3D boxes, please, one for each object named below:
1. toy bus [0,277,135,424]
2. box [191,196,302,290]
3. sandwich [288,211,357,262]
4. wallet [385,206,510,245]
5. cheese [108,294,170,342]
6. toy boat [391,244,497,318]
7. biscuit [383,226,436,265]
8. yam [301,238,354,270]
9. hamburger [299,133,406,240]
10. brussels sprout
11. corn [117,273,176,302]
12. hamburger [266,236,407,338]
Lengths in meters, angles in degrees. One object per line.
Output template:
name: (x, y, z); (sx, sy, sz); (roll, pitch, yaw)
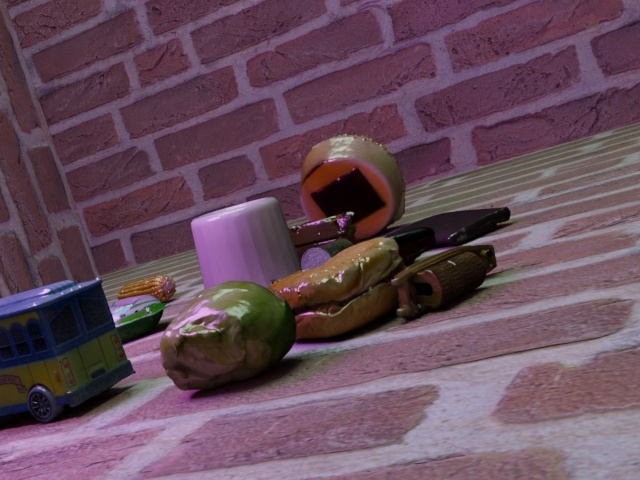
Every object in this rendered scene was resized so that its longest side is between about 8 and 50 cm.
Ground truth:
toy bus: (-0.468, 0.181, 1.409); (0.312, 0.190, 0.152); (-15, 7, 31)
box: (-0.138, 0.032, 1.749); (0.262, 0.207, 0.291); (-20, 6, -28)
sandwich: (-0.013, 0.003, 2.213); (0.292, 0.109, 0.212); (-13, 0, 20)
wallet: (0.265, -0.024, 1.857); (0.181, 0.049, 0.229); (-21, 8, -30)
cheese: (-0.467, 0.182, 1.960); (0.320, 0.083, 0.204); (-14, 6, 28)
toy boat: (0.185, 0.052, 1.282); (0.226, 0.068, 0.088); (-19, 10, -42)
biscuit: (0.129, 0.026, 1.691); (0.151, 0.063, 0.235); (-18, -2, -10)
yam: (0.020, 0.038, 1.736); (0.068, 0.068, 0.169); (-16, 0, 21)
hamburger: (0.080, -0.139, 2.375); (0.301, 0.302, 0.170); (-16, 25, 22)
brussels sprout: (-0.119, 0.127, 1.198); (0.183, 0.131, 0.145); (-16, 28, 25)
corn: (-0.472, 0.140, 2.430); (0.080, 0.080, 0.238); (-23, 5, -42)
hamburger: (0.030, 0.072, 1.325); (0.213, 0.108, 0.214); (-17, 4, 1)
